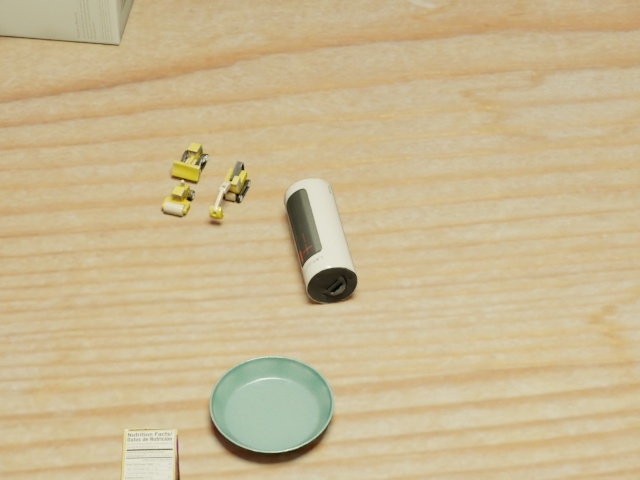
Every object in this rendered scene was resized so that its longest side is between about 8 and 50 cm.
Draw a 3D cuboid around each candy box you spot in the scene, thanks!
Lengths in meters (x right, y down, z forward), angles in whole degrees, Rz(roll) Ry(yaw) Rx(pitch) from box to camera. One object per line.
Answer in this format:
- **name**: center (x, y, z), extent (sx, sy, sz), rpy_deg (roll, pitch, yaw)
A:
- **candy box**: center (-0.148, 0.268, 1.548), extent (0.053, 0.109, 0.187), rpy_deg (0, 45, -1)

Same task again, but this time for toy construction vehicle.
- **toy construction vehicle**: center (-0.125, -0.065, 1.930), extent (0.085, 0.035, 0.098), rpy_deg (16, 47, 15)

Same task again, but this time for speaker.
- **speaker**: center (0.000, 0.000, 1.853), extent (0.055, 0.055, 0.136), rpy_deg (-7, 46, -8)

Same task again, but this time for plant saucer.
- **plant saucer**: center (-0.047, 0.162, 1.715), extent (0.119, 0.021, 0.119), rpy_deg (1, 46, -1)

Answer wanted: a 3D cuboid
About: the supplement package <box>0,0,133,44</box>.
- **supplement package**: center (-0.319, -0.309, 2.122), extent (0.179, 0.105, 0.105), rpy_deg (5, 46, 5)
